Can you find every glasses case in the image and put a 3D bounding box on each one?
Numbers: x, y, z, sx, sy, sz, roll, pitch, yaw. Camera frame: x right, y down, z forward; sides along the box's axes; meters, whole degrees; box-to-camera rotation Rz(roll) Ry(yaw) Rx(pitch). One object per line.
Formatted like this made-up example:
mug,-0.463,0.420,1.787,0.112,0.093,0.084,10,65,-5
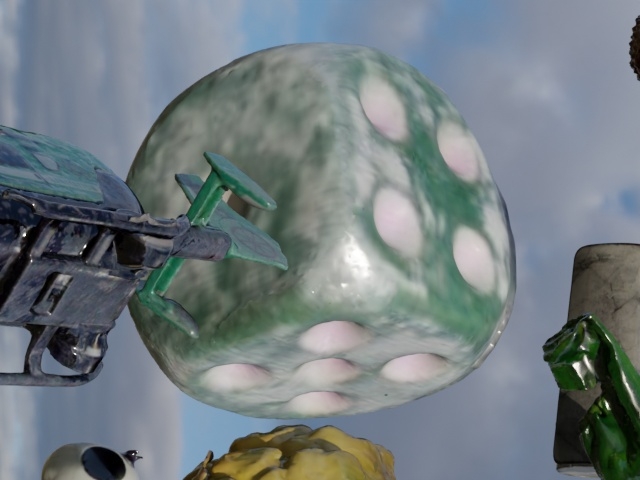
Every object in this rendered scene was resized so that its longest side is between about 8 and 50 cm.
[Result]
glasses case,0.367,0.150,1.900,0.060,0.114,0.299,42,51,-53

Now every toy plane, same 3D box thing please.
toy plane,-0.130,-0.012,0.755,0.155,0.381,0.106,43,-70,30

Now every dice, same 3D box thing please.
dice,0.000,0.000,1.677,0.330,0.348,0.328,-25,-121,34

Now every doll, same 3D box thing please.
doll,-0.251,0.294,1.528,0.107,0.110,0.181,-22,-146,40

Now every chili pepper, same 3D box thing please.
chili pepper,0.337,0.202,1.703,0.253,0.099,0.083,65,13,-7

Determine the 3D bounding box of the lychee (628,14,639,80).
lychee,0.407,-0.222,1.666,0.123,0.123,0.129,104,6,-47

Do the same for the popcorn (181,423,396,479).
popcorn,-0.001,0.236,0.933,0.190,0.250,0.250,-27,-119,29
